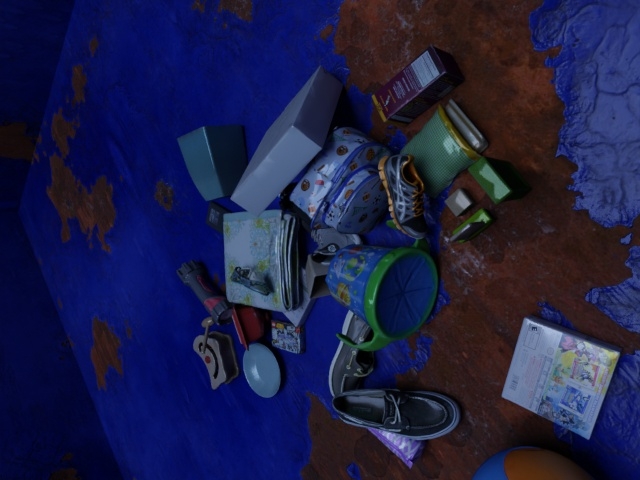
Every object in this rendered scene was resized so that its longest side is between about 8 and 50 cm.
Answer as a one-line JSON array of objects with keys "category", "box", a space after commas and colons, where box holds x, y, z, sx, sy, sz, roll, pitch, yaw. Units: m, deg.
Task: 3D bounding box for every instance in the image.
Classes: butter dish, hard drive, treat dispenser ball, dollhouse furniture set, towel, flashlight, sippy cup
[{"category": "butter dish", "box": [-0.234, 0.282, 1.610, 0.160, 0.118, 0.159, 162, 89, -81]}, {"category": "hard drive", "box": [-0.376, -0.080, 1.740, 0.135, 0.022, 0.094, 29, 112, 35]}, {"category": "treat dispenser ball", "box": [0.440, 0.571, 0.937, 0.288, 0.288, 0.287, 6, 100, 40]}, {"category": "dollhouse furniture set", "box": [0.291, -0.163, 1.063, 0.197, 0.151, 0.301, -46, 66, 35]}, {"category": "towel", "box": [-0.207, 0.062, 1.538, 0.375, 0.090, 0.320, 2, 91, 48]}, {"category": "flashlight", "box": [-0.427, 0.191, 1.777, 0.103, 0.103, 0.304, -49, 56, 5]}, {"category": "sippy cup", "box": [0.142, 0.110, 1.196, 0.224, 0.306, 0.239, 17, 135, 50]}]

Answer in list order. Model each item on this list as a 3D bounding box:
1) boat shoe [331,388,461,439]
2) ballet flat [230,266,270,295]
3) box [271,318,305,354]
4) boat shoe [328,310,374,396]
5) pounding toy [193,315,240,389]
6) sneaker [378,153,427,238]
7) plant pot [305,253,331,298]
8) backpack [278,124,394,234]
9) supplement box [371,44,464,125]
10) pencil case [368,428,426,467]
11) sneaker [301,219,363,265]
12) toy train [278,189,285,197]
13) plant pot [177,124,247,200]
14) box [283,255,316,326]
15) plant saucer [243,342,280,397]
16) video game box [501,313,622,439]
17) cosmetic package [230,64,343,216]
[{"category": "boat shoe", "box": [0.186, 0.448, 1.204, 0.336, 0.119, 0.121, -9, 62, 24]}, {"category": "ballet flat", "box": [-0.218, 0.120, 1.451, 0.189, 0.070, 0.070, 15, 105, 43]}, {"category": "box", "box": [-0.110, 0.321, 1.557, 0.137, 0.027, 0.093, 3, 97, 41]}, {"category": "boat shoe", "box": [0.104, 0.330, 1.320, 0.091, 0.109, 0.304, 24, 107, 42]}, {"category": "pounding toy", "box": [-0.427, 0.431, 1.763, 0.154, 0.155, 0.269, -20, 82, 36]}, {"category": "sneaker", "box": [0.208, -0.104, 1.094, 0.083, 0.084, 0.214, -13, 105, 48]}, {"category": "plant pot", "box": [0.009, 0.093, 1.364, 0.109, 0.109, 0.096, 103, 150, -46]}, {"category": "backpack", "box": [0.070, -0.149, 1.199, 0.213, 0.277, 0.263, 32, 108, 26]}, {"category": "supplement box", "box": [0.233, -0.366, 1.119, 0.188, 0.104, 0.080, -34, 73, 38]}, {"category": "pencil case", "box": [0.190, 0.528, 1.284, 0.206, 0.088, 0.086, 28, 113, 35]}, {"category": "sneaker", "box": [0.000, 0.000, 1.340, 0.229, 0.132, 0.086, 26, 143, 36]}, {"category": "toy train", "box": [-0.165, -0.212, 1.527, 0.125, 0.046, 0.166, -22, 84, 39]}, {"category": "plant pot", "box": [-0.358, -0.264, 1.613, 0.166, 0.166, 0.234, -8, 97, 42]}, {"category": "box", "box": [-0.077, 0.162, 1.502, 0.145, 0.038, 0.186, 42, 119, 31]}, {"category": "plant saucer", "box": [-0.198, 0.455, 1.646, 0.195, 0.038, 0.194, 6, 99, 40]}, {"category": "video game box", "box": [0.512, 0.287, 1.000, 0.187, 0.048, 0.205, 22, 110, 39]}, {"category": "cosmetic package", "box": [-0.082, -0.275, 1.255, 0.098, 0.377, 0.284, 34, 129, -16]}]
